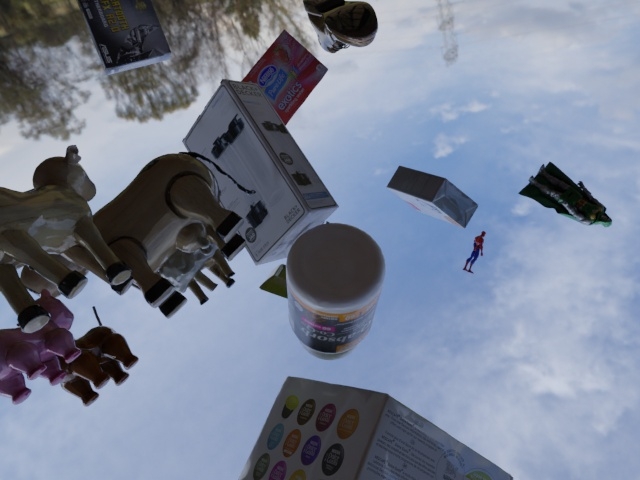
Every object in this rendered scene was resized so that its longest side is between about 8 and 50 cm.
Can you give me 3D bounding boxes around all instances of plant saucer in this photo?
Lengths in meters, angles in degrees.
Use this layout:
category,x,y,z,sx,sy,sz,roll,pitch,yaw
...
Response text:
category,x,y,z,sx,sy,sz,roll,pitch,yaw
plant saucer,-0.074,0.129,1.605,0.188,0.045,0.188,19,-165,2

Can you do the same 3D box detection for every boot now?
category,x,y,z,sx,sy,sz,roll,pitch,yaw
boot,0.054,-0.490,1.235,0.112,0.115,0.305,-23,-140,-9

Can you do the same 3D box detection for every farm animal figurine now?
category,x,y,z,sx,sy,sz,roll,pitch,yaw
farm animal figurine,-0.223,0.006,0.549,0.172,0.330,0.326,42,-124,9

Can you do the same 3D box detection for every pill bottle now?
category,x,y,z,sx,sy,sz,roll,pitch,yaw
pill bottle,0.021,0.105,0.940,0.162,0.278,0.162,0,-122,-1

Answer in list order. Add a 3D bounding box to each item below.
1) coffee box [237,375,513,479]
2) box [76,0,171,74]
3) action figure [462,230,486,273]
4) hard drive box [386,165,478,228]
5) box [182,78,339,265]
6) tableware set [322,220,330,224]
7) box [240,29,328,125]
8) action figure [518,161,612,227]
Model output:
category,x,y,z,sx,sy,sz,roll,pitch,yaw
coffee box,0.073,0.477,0.952,0.337,0.338,0.335,-13,-135,57
box,-0.534,-0.587,1.435,0.183,0.231,0.056,-22,-174,-20
action figure,0.412,0.029,1.400,0.030,0.115,0.038,17,-175,-18
hard drive box,0.355,-0.142,1.695,0.089,0.181,0.232,-59,-147,0
box,-0.114,-0.123,0.948,0.087,0.290,0.169,-15,156,-51
tableware set,0.000,0.000,1.658,0.024,0.104,0.154,-38,-144,49
box,-0.139,-0.355,1.339,0.300,0.154,0.142,-55,-165,-14
action figure,0.665,-0.110,1.401,0.137,0.063,0.232,-45,-114,-8
